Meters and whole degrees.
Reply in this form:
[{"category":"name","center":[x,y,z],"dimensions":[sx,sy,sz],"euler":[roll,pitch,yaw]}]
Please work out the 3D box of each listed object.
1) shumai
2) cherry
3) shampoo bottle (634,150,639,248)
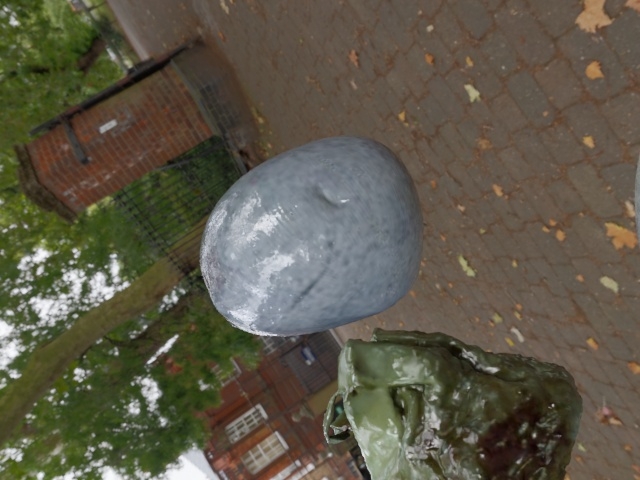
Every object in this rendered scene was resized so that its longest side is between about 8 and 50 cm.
[{"category":"shumai","center":[0.166,0.284,0.766],"dimensions":[0.348,0.395,0.395],"euler":[37,167,14]},{"category":"cherry","center":[0.000,0.000,0.593],"dimensions":[0.218,0.297,0.255],"euler":[64,152,14]},{"category":"shampoo bottle","center":[0.482,-0.037,0.458],"dimensions":[0.322,0.323,0.317],"euler":[-153,40,-74]}]
